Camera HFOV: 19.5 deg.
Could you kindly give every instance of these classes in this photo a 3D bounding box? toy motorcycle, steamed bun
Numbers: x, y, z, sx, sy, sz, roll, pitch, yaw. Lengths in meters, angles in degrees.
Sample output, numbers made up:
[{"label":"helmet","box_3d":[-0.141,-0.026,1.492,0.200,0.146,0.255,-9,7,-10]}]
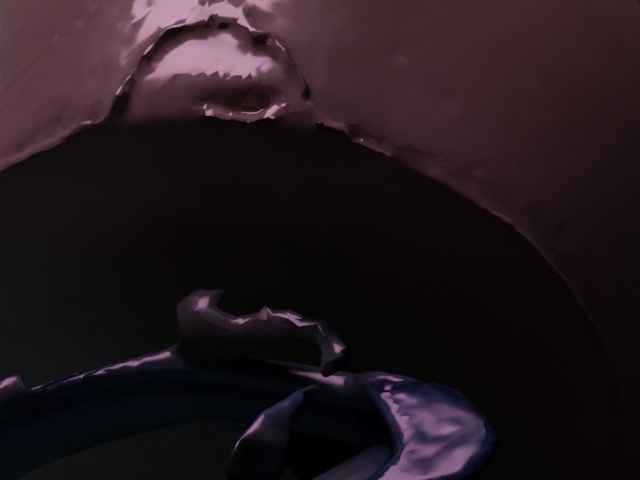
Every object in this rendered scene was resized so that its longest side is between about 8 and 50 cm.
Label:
[{"label":"toy motorcycle","box_3d":[-0.058,0.133,0.572,0.260,0.206,0.154,-25,-29,-5]},{"label":"steamed bun","box_3d":[0.000,0.000,0.736,0.324,0.324,0.206,-19,33,30]}]
